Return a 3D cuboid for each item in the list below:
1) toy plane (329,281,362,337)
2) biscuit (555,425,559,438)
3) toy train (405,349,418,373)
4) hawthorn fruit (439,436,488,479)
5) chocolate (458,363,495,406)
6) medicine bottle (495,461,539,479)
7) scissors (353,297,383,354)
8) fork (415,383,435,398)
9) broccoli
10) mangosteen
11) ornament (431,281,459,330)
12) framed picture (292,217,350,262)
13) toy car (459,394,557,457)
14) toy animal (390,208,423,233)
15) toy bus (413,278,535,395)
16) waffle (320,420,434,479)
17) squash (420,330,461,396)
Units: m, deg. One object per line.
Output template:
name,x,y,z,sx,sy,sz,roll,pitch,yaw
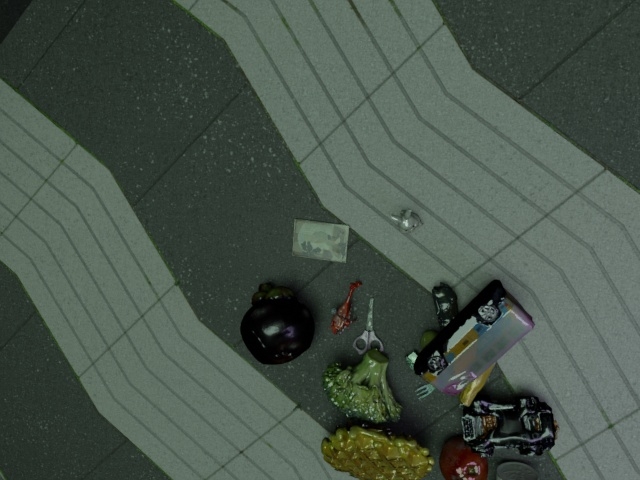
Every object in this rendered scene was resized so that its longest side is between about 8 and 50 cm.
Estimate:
toy plane,0.081,0.235,1.883,0.077,0.126,0.194,17,106,40
biscuit,0.696,0.625,1.815,0.184,0.027,0.134,-25,85,15
toy train,0.333,0.425,1.878,0.053,0.033,0.083,-43,87,14
hawthorn fruit,0.483,0.758,1.822,0.172,0.173,0.173,3,100,15
chocolate,0.511,0.435,1.764,0.085,0.086,0.219,29,78,9
medicine bottle,0.655,0.908,1.799,0.170,0.170,0.293,1,100,15
scissors,0.174,0.306,1.907,0.110,0.021,0.212,6,102,12
fork,0.440,0.492,1.868,0.235,0.021,0.039,-26,96,16
broccoli,0.160,0.501,1.848,0.248,0.288,0.246,31,99,47
mangosteen,-0.162,0.289,1.890,0.233,0.287,0.288,-36,88,-22
ornament,0.502,0.216,1.776,0.236,0.080,0.202,-13,99,19
framed picture,0.000,0.000,1.909,0.200,0.010,0.136,7,102,13
toy car,0.609,0.603,1.757,0.301,0.118,0.193,-3,71,12
toy animal,0.286,-0.062,1.762,0.071,0.124,0.085,-21,92,22
toy bus,0.470,0.316,1.669,0.162,0.171,0.386,42,107,3
waffle,0.190,0.745,1.850,0.379,0.095,0.382,16,140,-1
squash,0.417,0.417,1.819,0.083,0.083,0.250,-32,84,18
